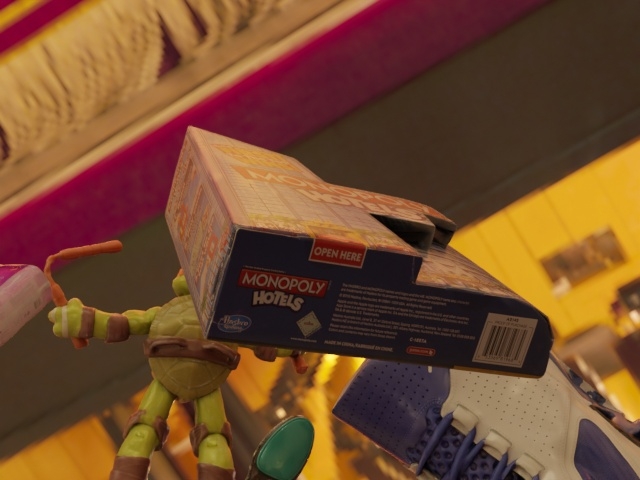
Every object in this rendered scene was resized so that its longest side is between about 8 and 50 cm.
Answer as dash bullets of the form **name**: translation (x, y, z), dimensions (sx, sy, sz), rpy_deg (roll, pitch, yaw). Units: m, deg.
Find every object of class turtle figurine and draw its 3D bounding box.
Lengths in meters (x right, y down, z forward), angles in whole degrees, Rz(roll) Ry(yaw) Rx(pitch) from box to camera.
- **turtle figurine**: translation (-0.093, 0.105, 1.273), dimensions (0.087, 0.269, 0.217), rpy_deg (141, 136, -64)

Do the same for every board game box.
- **board game box**: translation (0.000, 0.000, 0.845), dimensions (0.194, 0.194, 0.060), rpy_deg (41, 118, 57)

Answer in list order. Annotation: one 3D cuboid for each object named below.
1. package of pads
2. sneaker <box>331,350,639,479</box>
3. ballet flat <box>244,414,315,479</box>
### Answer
- **package of pads**: translation (-0.211, 0.047, 0.995), dimensions (0.050, 0.032, 0.083), rpy_deg (1, 31, 33)
- **sneaker**: translation (0.158, 0.183, 1.147), dimensions (0.127, 0.315, 0.182), rpy_deg (-62, 3, 35)
- **ballet flat**: translation (-0.043, 0.185, 1.218), dimensions (0.041, 0.041, 0.114), rpy_deg (-11, 46, 59)
